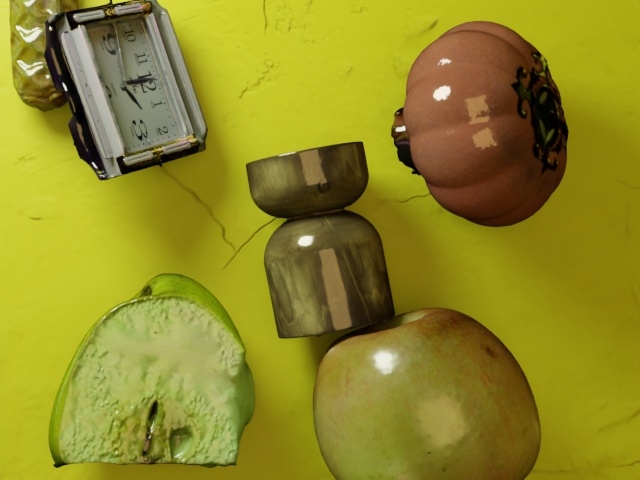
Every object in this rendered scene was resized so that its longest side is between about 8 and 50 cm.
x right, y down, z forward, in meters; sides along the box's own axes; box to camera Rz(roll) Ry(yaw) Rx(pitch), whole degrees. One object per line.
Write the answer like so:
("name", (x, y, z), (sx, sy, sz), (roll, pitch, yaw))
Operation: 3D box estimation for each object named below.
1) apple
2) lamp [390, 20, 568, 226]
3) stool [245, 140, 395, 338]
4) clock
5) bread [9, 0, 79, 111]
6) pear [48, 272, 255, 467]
("apple", (0.146, 0.239, 1.818), (0.319, 0.319, 0.277), (-19, 104, -11))
("lamp", (0.229, -0.167, 1.874), (0.305, 0.240, 0.305), (23, 61, -51))
("stool", (0.000, 0.000, 1.858), (0.179, 0.179, 0.264), (-10, 92, -11))
("clock", (-0.278, -0.220, 1.811), (0.186, 0.083, 0.253), (-21, 95, -46))
("bread", (-0.399, -0.321, 1.828), (0.087, 0.098, 0.269), (-3, 90, 27))
("pear", (-0.241, 0.187, 1.813), (0.286, 0.176, 0.281), (3, 87, -16))
